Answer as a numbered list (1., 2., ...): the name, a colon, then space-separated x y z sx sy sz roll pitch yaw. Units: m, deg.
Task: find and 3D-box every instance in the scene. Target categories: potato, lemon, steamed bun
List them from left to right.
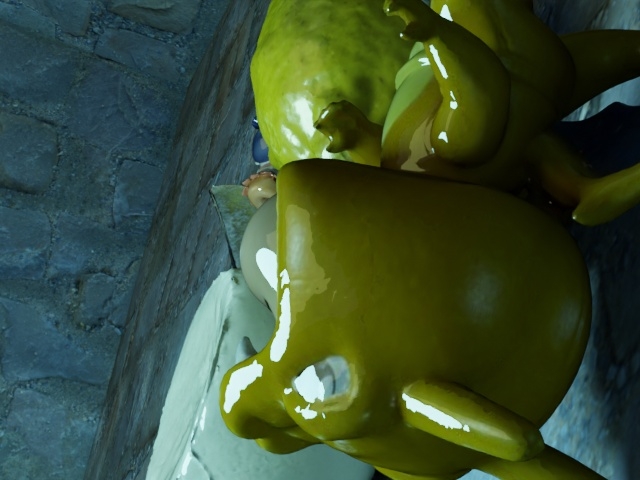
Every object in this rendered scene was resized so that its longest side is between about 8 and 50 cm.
1. potato: -0.102 0.013 2.118 0.261 0.100 0.120 -110 0 -48
2. steamed bun: -0.046 0.189 1.323 0.324 0.206 0.324 -161 90 -79
3. lemon: 0.068 -0.153 1.226 0.285 0.285 0.316 128 138 -54

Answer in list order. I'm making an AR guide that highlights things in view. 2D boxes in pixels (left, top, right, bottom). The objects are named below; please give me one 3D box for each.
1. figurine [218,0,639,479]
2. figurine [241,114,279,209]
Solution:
1. figurine: 0.111 -0.027 0.886 0.401 0.268 0.387 -31 39 63
2. figurine: -0.063 -0.129 2.080 0.111 0.102 0.195 -19 40 30
